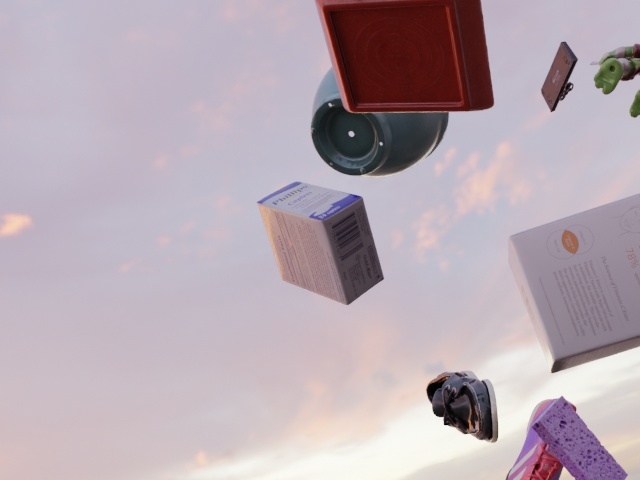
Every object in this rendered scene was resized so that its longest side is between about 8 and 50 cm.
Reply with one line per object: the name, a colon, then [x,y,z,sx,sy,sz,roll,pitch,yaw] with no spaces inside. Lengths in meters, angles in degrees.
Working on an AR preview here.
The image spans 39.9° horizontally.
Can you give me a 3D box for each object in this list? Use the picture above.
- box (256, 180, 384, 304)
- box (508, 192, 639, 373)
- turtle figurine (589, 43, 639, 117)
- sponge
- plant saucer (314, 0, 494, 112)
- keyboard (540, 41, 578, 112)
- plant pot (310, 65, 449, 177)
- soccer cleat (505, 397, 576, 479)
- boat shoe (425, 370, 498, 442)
box: [0.000,0.000,1.131,0.072,0.126,0.137,-34,32,-30]
box: [0.502,0.055,1.419,0.346,0.214,0.168,-18,-18,7]
turtle figurine: [0.650,-0.304,1.789,0.275,0.197,0.266,-18,5,46]
sponge: [0.531,0.430,1.802,0.117,0.210,0.031,-26,-17,-47]
plant saucer: [0.125,-0.293,1.365,0.259,0.047,0.258,2,-44,21]
keyboard: [0.615,-0.408,2.253,0.023,0.108,0.180,-7,-35,-12]
plant pot: [0.099,-0.251,1.861,0.293,0.293,0.196,-33,8,41]
soccer cleat: [0.492,0.501,1.962,0.109,0.318,0.116,23,-17,-1]
boat shoe: [0.278,0.328,1.778,0.113,0.127,0.340,-2,6,-2]
